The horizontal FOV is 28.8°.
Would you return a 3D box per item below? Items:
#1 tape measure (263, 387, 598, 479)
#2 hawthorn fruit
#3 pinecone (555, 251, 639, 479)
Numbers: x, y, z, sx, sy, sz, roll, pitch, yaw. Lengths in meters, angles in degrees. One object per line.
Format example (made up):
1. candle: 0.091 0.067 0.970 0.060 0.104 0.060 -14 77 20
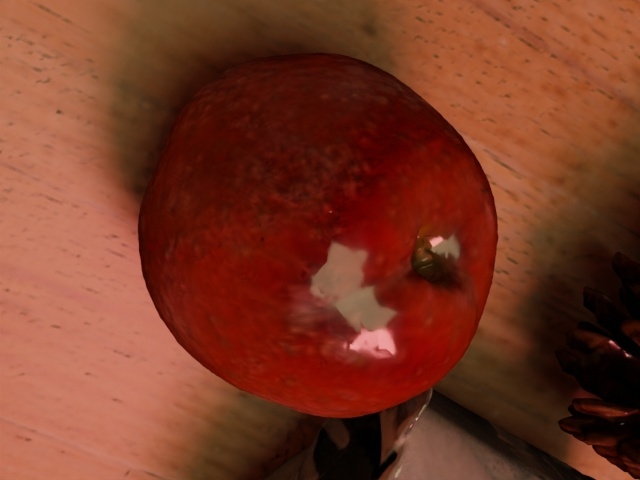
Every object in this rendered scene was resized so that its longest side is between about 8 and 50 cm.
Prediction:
1. tape measure: 0.063 0.218 0.698 0.256 0.147 0.275 31 100 -20
2. hawthorn fruit: 0.000 0.000 0.579 0.173 0.173 0.173 -7 113 -17
3. pinecone: 0.230 0.066 0.681 0.207 0.208 0.208 -7 113 -17
